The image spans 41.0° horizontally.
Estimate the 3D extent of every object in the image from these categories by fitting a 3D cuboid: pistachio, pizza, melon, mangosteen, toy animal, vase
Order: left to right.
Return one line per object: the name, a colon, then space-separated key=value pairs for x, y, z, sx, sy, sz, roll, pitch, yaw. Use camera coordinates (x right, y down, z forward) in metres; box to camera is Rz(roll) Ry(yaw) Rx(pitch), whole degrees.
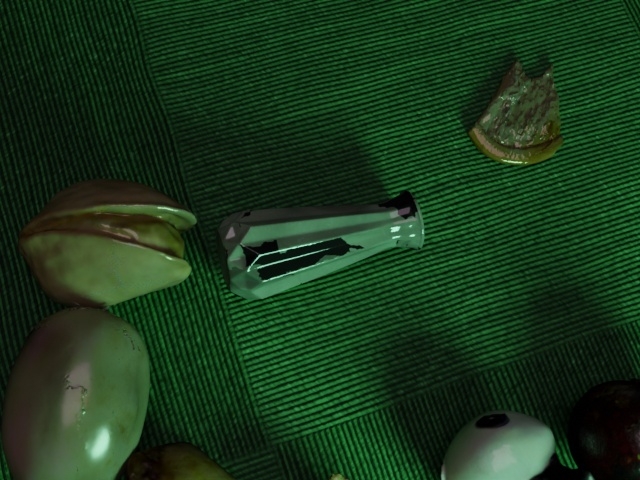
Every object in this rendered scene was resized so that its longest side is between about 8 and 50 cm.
melon: x=-0.388 y=0.256 z=1.365 sx=0.223 sy=0.223 sz=0.317 roll=10 pitch=78 yaw=-4
pistachio: x=-0.359 y=0.004 z=1.445 sx=0.321 sy=0.238 sz=0.229 roll=-4 pitch=76 yaw=24
pistachio: x=-0.225 y=0.400 z=1.377 sx=0.210 sy=0.130 sz=0.165 roll=34 pitch=24 yaw=-33
vase: x=0.000 y=0.000 z=1.533 sx=0.360 sy=0.165 sz=0.165 roll=-12 pitch=74 yaw=-14
toy animal: x=0.331 y=0.410 z=1.417 sx=0.212 sy=0.212 sz=0.267 roll=-38 pitch=69 yaw=-16
pizza: x=0.415 y=-0.261 z=1.719 sx=0.181 sy=0.034 sz=0.262 roll=26 pitch=71 yaw=2
mangosteen: x=0.530 y=0.378 z=1.446 sx=0.231 sy=0.231 sz=0.289 roll=7 pitch=93 yaw=-4

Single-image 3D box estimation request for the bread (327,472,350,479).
bread: x=0.062 y=0.489 z=1.389 sx=0.229 sy=0.139 sz=0.143 roll=40 pitch=70 yaw=6
